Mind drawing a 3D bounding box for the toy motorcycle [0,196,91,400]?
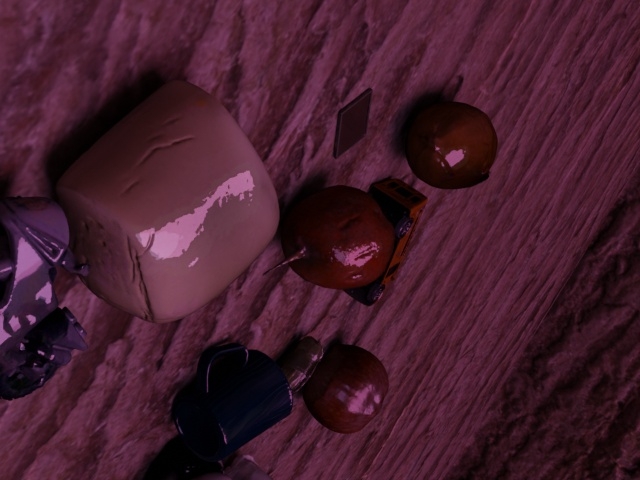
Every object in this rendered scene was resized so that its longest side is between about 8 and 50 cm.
[{"bbox_3d":[-0.278,0.051,1.033,0.159,0.106,0.270,-42,153,-13],"label":"toy motorcycle"}]

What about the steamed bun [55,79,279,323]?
[{"bbox_3d":[-0.147,-0.018,1.121,0.200,0.155,0.250,-45,154,-22],"label":"steamed bun"}]

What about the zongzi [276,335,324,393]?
[{"bbox_3d":[-0.038,0.210,1.844,0.109,0.055,0.119,-49,170,-16],"label":"zongzi"}]

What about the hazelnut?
[{"bbox_3d":[0.047,0.261,1.979,0.154,0.143,0.143,-54,159,-1],"label":"hazelnut"}]

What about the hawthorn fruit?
[{"bbox_3d":[0.018,-0.004,1.495,0.149,0.149,0.189,-57,161,10],"label":"hawthorn fruit"}]

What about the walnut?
[{"bbox_3d":[0.199,-0.141,1.687,0.137,0.137,0.245,-59,158,14],"label":"walnut"}]

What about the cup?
[{"bbox_3d":[-0.136,0.223,1.612,0.138,0.150,0.113,-30,-177,-42],"label":"cup"}]

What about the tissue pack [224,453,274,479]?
[{"bbox_3d":[-0.169,0.564,1.915,0.356,0.194,0.266,-47,159,-14],"label":"tissue pack"}]

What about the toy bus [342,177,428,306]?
[{"bbox_3d":[0.094,0.004,1.746,0.088,0.083,0.194,-28,146,-50],"label":"toy bus"}]

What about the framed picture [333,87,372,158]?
[{"bbox_3d":[0.043,-0.155,1.504,0.066,0.007,0.089,-40,155,-29],"label":"framed picture"}]

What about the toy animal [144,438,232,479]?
[{"bbox_3d":[-0.185,0.396,1.668,0.138,0.179,0.166,-24,139,-27],"label":"toy animal"}]
